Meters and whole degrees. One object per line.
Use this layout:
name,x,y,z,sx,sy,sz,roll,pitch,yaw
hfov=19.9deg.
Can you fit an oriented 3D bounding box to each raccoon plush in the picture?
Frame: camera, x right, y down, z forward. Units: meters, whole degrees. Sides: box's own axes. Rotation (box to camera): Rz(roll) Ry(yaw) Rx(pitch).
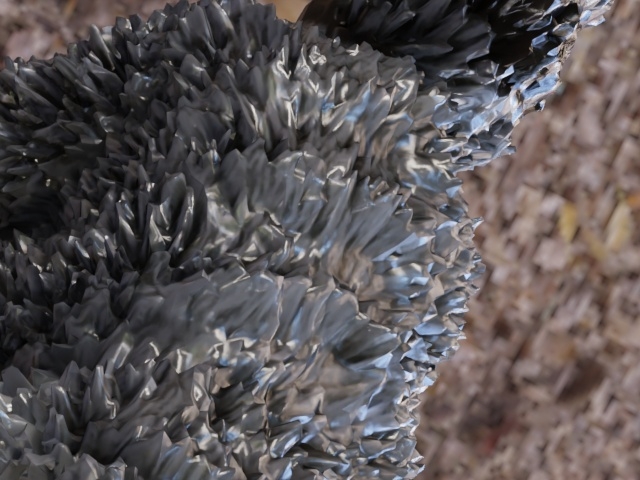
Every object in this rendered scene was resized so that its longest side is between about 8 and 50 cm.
raccoon plush,0.000,0.000,0.585,0.216,0.299,0.446,34,89,-25
